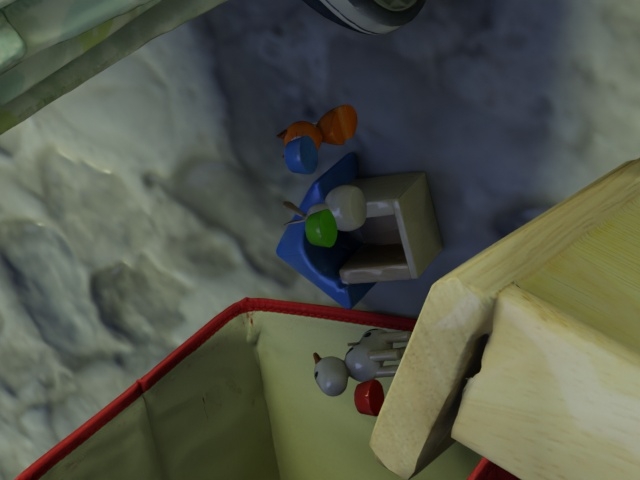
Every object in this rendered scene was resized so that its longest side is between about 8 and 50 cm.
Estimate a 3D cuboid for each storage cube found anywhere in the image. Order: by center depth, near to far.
[{"bbox_3d":[0.006,0.158,0.734,0.215,0.184,0.193,6,118,32],"label":"storage cube"}]

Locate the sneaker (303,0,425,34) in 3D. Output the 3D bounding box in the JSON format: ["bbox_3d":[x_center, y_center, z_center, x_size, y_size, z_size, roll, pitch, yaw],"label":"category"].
[{"bbox_3d":[-0.067,-0.155,0.689,0.226,0.086,0.163,49,140,-7],"label":"sneaker"}]

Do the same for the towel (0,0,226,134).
[{"bbox_3d":[-0.116,-0.239,0.522,0.090,0.320,0.374,-16,105,56],"label":"towel"}]

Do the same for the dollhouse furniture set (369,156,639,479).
[{"bbox_3d":[0.116,0.213,0.571,0.256,0.362,0.394,30,117,20],"label":"dollhouse furniture set"}]

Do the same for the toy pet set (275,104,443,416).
[{"bbox_3d":[0.000,0.000,0.700,0.065,0.114,0.122,-5,110,27],"label":"toy pet set"}]
